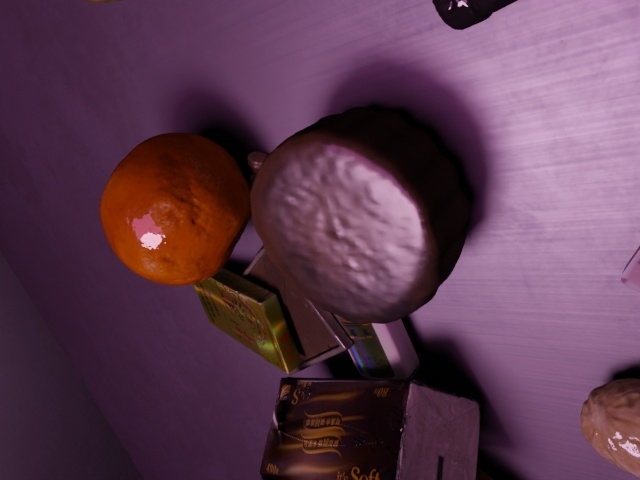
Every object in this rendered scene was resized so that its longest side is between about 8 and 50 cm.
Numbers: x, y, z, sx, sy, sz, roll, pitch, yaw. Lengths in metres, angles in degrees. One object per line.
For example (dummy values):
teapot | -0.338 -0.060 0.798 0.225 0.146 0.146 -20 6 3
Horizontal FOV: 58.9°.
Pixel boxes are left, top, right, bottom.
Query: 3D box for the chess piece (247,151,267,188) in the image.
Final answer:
chess piece | -0.108 -0.107 0.982 0.035 0.035 0.092 29 139 23

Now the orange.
orange | -0.242 -0.053 0.972 0.261 0.261 0.261 23 133 28

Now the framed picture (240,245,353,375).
framed picture | -0.073 0.140 1.084 0.232 0.024 0.315 54 152 4

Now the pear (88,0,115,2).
pear | -0.285 -0.459 0.695 0.304 0.304 0.303 23 133 28

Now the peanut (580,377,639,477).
peanut | 0.464 0.250 0.663 0.299 0.120 0.136 17 167 32

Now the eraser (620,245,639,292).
eraser | 0.404 0.044 0.638 0.105 0.026 0.065 30 139 22

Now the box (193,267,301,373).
box | -0.167 0.142 1.160 0.311 0.043 0.172 19 134 48

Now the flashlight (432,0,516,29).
flashlight | 0.213 -0.273 0.533 0.232 0.093 0.093 -13 110 52

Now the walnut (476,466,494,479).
walnut | 0.240 0.516 1.001 0.225 0.257 0.257 28 149 -29

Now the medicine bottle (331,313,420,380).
medicine bottle | 0.078 0.134 0.959 0.115 0.078 0.219 -6 115 48

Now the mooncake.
mooncake | 0.058 -0.035 0.781 0.291 0.161 0.290 19 129 25

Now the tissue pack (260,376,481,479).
tissue pack | 0.081 0.355 0.980 0.198 0.209 0.370 29 153 -30
